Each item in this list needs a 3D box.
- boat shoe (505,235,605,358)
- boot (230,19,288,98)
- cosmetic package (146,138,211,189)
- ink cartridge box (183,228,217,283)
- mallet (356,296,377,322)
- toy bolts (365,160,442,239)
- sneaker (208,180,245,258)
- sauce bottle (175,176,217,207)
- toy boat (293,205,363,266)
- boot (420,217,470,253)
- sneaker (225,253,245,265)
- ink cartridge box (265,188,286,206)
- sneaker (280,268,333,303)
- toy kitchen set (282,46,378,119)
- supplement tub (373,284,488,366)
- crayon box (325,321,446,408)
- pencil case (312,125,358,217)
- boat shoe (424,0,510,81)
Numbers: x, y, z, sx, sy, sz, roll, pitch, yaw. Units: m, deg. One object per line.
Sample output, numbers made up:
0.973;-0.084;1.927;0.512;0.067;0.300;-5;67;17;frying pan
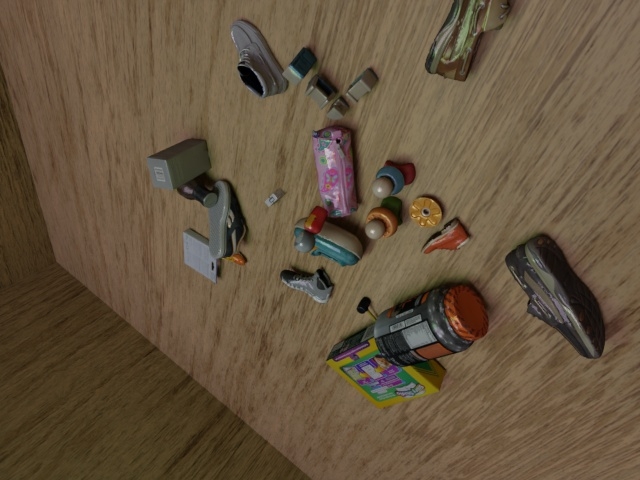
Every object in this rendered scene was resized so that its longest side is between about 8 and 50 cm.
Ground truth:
0.630;0.155;1.090;0.356;0.132;0.130;60;145;1;boat shoe
-0.215;-0.557;1.239;0.258;0.123;0.095;51;135;-3;boot
-0.545;-0.302;1.578;0.107;0.238;0.127;10;122;20;cosmetic package
-0.583;0.079;2.003;0.223;0.045;0.224;30;133;17;ink cartridge box
0.213;0.297;1.557;0.190;0.062;0.039;45;137;-18;mallet
0.228;-0.106;1.180;0.218;0.158;0.229;8;123;33;toy bolts
-0.394;-0.088;1.706;0.126;0.127;0.322;12;100;42;sneaker
-0.566;-0.239;1.699;0.344;0.111;0.112;34;134;27;sauce bottle
0.000;0.000;1.344;0.267;0.148;0.318;25;172;20;toy boat
0.374;0.010;1.221;0.084;0.059;0.158;44;134;-3;boot
-0.422;0.072;1.862;0.175;0.067;0.064;27;130;18;sneaker
-0.168;-0.164;1.521;0.028;0.048;0.083;52;134;-4;ink cartridge box
-0.047;0.148;1.626;0.228;0.086;0.132;27;128;7;sneaker
0.034;-0.475;1.137;0.207;0.122;0.166;38;138;-19;toy kitchen set
0.351;0.278;1.310;0.207;0.207;0.338;51;135;-3;supplement tub
0.244;0.494;1.587;0.313;0.106;0.363;41;137;-5;crayon box
0.049;-0.215;1.270;0.124;0.124;0.285;12;126;31;pencil case
0.345;-0.498;0.868;0.119;0.123;0.324;31;141;9;boat shoe
